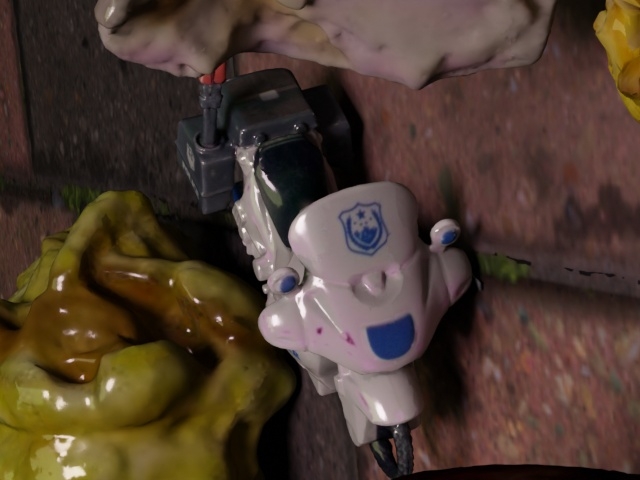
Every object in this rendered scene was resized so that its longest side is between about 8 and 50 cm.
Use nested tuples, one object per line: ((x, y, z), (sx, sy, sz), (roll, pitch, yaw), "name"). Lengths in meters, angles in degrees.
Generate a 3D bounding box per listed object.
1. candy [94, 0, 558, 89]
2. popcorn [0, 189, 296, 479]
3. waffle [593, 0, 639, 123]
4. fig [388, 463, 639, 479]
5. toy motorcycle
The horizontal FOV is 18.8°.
((-0.005, -0.163, 0.691), (0.137, 0.184, 0.195), (95, 173, -59), "candy")
((-0.124, 0.106, 1.134), (0.256, 0.194, 0.255), (-95, 19, -47), "popcorn")
((0.142, -0.125, 0.581), (0.291, 0.051, 0.291), (173, 90, -66), "waffle")
((0.070, 0.168, 0.658), (0.214, 0.235, 0.235), (-63, 19, -12), "fig")
((0.000, 0.000, 0.913), (0.150, 0.102, 0.221), (88, 160, -48), "toy motorcycle")
